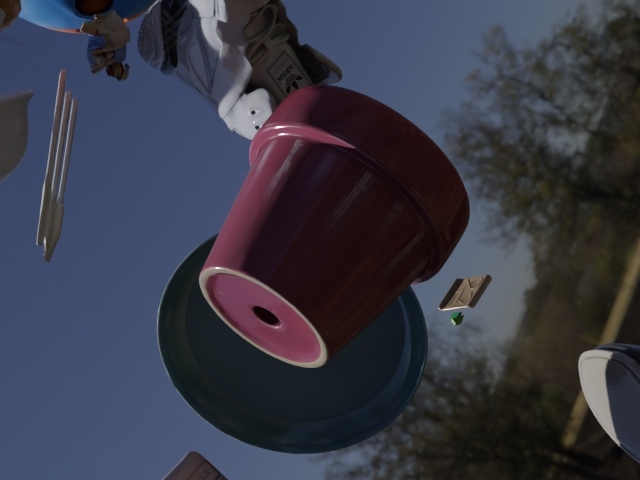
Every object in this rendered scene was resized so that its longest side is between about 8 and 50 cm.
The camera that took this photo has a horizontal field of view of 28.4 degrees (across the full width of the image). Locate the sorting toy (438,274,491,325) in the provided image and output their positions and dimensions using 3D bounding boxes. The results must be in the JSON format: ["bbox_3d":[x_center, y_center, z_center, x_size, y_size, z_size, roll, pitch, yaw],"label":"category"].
[{"bbox_3d":[0.181,0.079,1.630,0.012,0.062,0.083,50,-122,-23],"label":"sorting toy"}]

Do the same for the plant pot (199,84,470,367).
[{"bbox_3d":[0.000,0.000,1.075,0.180,0.201,0.201,-54,-18,-27],"label":"plant pot"}]

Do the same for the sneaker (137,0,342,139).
[{"bbox_3d":[-0.066,-0.241,1.354,0.137,0.210,0.366,-46,-2,-29],"label":"sneaker"}]

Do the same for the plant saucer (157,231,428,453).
[{"bbox_3d":[-0.032,0.109,1.488,0.043,0.318,0.317,-78,2,-63],"label":"plant saucer"}]

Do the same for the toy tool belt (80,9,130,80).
[{"bbox_3d":[-0.243,-0.212,1.405,0.051,0.052,0.083,-20,-39,-28],"label":"toy tool belt"}]

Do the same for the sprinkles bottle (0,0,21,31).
[{"bbox_3d":[-0.308,-0.346,1.037,0.121,0.121,0.355,62,-158,-73],"label":"sprinkles bottle"}]

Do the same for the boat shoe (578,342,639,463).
[{"bbox_3d":[0.358,0.158,1.177,0.335,0.096,0.112,-164,62,-72],"label":"boat shoe"}]

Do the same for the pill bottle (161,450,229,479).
[{"bbox_3d":[-0.082,0.366,1.294,0.161,0.283,0.161,-48,-3,-3],"label":"pill bottle"}]

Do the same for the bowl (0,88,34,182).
[{"bbox_3d":[-0.492,-0.095,1.584,0.298,0.298,0.134,-39,-60,-65],"label":"bowl"}]

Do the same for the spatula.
[{"bbox_3d":[-0.361,-0.098,1.728,0.168,0.019,0.242,102,174,-79],"label":"spatula"}]

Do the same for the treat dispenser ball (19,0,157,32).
[{"bbox_3d":[-0.302,-0.402,1.568,0.288,0.288,0.288,21,-90,-77],"label":"treat dispenser ball"}]
